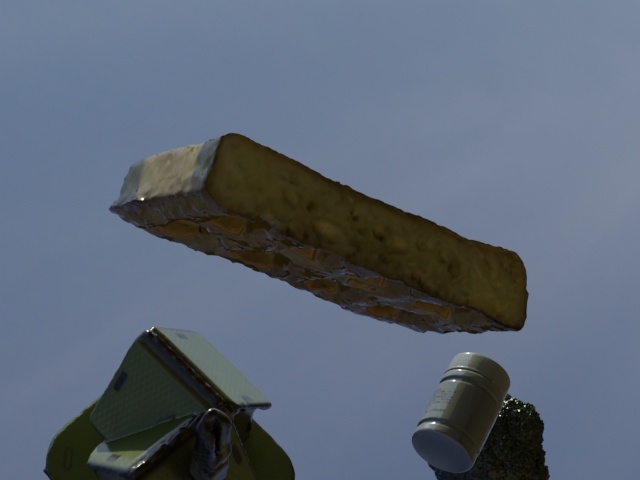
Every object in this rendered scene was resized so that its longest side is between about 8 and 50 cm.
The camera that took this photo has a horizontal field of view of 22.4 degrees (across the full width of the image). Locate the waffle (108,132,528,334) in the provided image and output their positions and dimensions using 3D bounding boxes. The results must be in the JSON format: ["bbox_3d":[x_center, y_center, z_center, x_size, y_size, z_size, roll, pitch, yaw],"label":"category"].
[{"bbox_3d":[0.000,0.000,1.147,0.274,0.168,0.057,22,-103,-25],"label":"waffle"}]

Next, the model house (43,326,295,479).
[{"bbox_3d":[-0.145,0.170,1.553,0.218,0.278,0.205,41,-116,18],"label":"model house"}]

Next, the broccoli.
[{"bbox_3d":[0.184,0.234,1.824,0.138,0.162,0.146,7,-96,-59],"label":"broccoli"}]

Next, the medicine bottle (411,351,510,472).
[{"bbox_3d":[0.122,0.148,1.389,0.058,0.058,0.091,54,-130,-29],"label":"medicine bottle"}]
